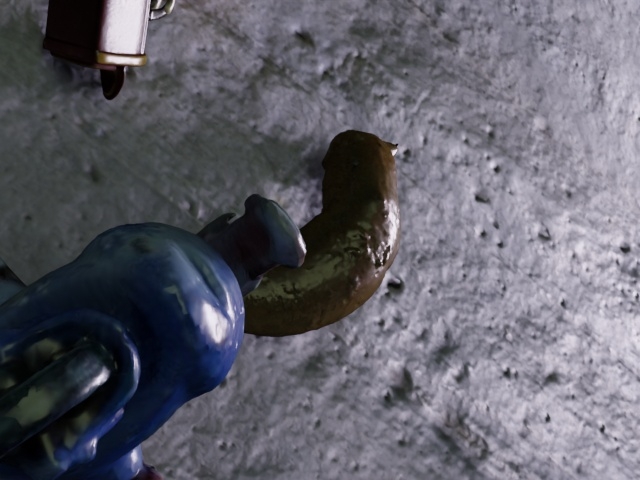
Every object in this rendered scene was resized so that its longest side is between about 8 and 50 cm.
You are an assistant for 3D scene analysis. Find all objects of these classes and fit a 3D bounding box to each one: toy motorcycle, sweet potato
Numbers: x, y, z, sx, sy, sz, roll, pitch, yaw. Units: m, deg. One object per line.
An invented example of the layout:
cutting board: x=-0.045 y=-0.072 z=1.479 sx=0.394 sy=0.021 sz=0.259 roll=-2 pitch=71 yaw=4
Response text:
toy motorcycle: x=-0.147 y=0.057 z=0.590 sx=0.182 sy=0.319 sz=0.241 roll=32 pitch=65 yaw=-16
sweet potato: x=0.004 y=0.001 z=0.850 sx=0.124 sy=0.098 sz=0.310 roll=38 pitch=55 yaw=10

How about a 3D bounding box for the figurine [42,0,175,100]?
figurine: x=-0.168 y=-0.195 z=0.808 sx=0.098 sy=0.082 sz=0.154 roll=-8 pitch=112 yaw=-47
